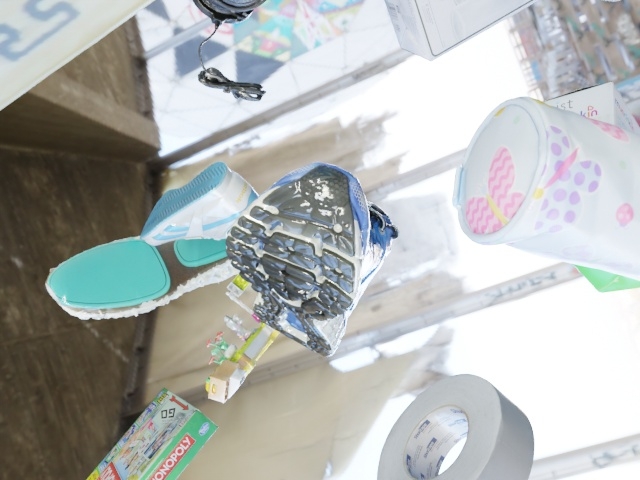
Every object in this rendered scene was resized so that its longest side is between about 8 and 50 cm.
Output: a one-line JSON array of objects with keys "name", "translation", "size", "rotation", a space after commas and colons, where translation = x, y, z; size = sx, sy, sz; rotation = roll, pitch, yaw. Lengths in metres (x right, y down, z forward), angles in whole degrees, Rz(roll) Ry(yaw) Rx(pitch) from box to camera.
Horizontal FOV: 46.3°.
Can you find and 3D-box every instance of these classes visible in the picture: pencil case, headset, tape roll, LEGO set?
[{"name": "pencil case", "translation": [0.242, -0.024, 0.578], "size": [0.124, 0.273, 0.113], "rotation": [-175, 97, -71]}, {"name": "headset", "translation": [-0.138, -0.466, 1.378], "size": [0.243, 0.185, 0.394], "rotation": [-164, 91, -72]}, {"name": "tape roll", "translation": [0.177, 0.290, 1.008], "size": [0.072, 0.219, 0.219], "rotation": [40, -152, -19]}, {"name": "LEGO set", "translation": [-0.102, 0.104, 1.084], "size": [0.107, 0.132, 0.287], "rotation": [39, -120, 1]}]

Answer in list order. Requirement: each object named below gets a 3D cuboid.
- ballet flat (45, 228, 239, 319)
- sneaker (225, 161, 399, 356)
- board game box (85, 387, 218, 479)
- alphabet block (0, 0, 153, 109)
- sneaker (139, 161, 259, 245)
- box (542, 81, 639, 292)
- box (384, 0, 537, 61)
[{"name": "ballet flat", "translation": [-0.257, 0.056, 1.306], "size": [0.147, 0.409, 0.147], "rotation": [162, 90, -75]}, {"name": "sneaker", "translation": [0.000, 0.000, 0.731], "size": [0.147, 0.130, 0.330], "rotation": [-60, -7, -19]}, {"name": "board game box", "translation": [-0.281, 0.347, 1.195], "size": [0.046, 0.213, 0.317], "rotation": [44, 162, -12]}, {"name": "alphabet block", "translation": [-0.235, -0.204, 0.430], "size": [0.192, 0.197, 0.193], "rotation": [63, -166, 20]}, {"name": "sneaker", "translation": [-0.186, -0.034, 1.116], "size": [0.092, 0.229, 0.087], "rotation": [38, -130, -30]}, {"name": "box", "translation": [0.452, -0.075, 1.195], "size": [0.262, 0.127, 0.231], "rotation": [37, -127, -41]}, {"name": "box", "translation": [0.219, -0.382, 0.976], "size": [0.087, 0.290, 0.169], "rotation": [47, 165, 55]}]
